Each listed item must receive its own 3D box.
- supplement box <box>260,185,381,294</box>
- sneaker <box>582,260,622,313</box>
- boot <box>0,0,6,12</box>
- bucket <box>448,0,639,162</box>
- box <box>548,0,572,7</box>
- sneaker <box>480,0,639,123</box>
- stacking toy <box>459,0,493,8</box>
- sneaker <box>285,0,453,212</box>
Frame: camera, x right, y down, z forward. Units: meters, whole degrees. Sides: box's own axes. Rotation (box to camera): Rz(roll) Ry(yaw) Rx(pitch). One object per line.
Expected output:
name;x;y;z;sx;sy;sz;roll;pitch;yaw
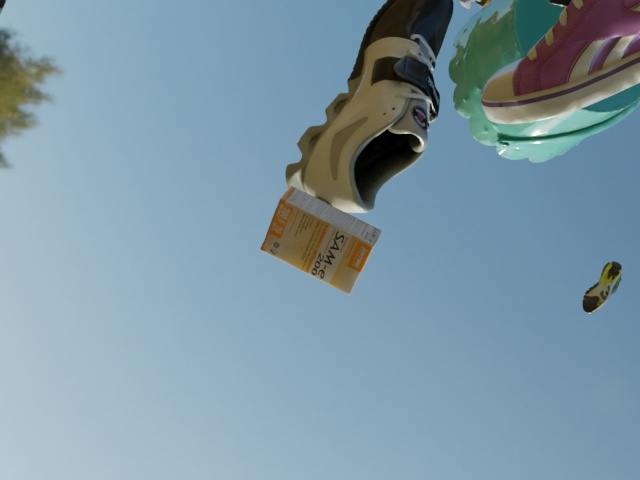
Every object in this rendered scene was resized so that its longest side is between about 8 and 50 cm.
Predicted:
supplement box;0.000;0.000;0.803;0.098;0.036;0.062;26;-60;5
sneaker;0.393;0.070;1.166;0.031;0.035;0.083;31;-101;42
boot;-0.254;-0.274;0.443;0.131;0.260;0.348;-11;-122;58
bucket;0.351;-0.272;1.275;0.183;0.281;0.281;146;-59;-68
box;0.351;-0.331;0.943;0.093;0.158;0.156;-65;168;-64
sneaker;0.242;-0.212;0.721;0.282;0.102;0.161;-21;-71;35
stacking toy;0.354;-0.521;1.795;0.167;0.221;0.052;39;-81;27
sneaker;0.101;-0.172;1.052;0.146;0.122;0.331;26;-95;47
